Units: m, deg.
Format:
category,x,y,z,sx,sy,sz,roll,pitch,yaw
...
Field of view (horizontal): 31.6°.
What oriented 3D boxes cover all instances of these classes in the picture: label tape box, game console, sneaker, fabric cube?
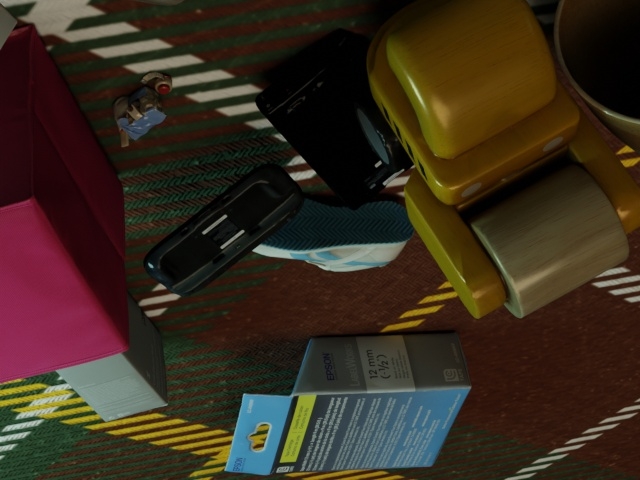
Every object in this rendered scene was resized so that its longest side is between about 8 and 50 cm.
category,x,y,z,sx,sy,sz,roll,pitch,yaw
label tape box,0.032,0.258,1.767,0.348,0.115,0.249,1,140,-12
game console,-0.055,-0.067,1.306,0.361,0.044,0.213,-38,138,5
sneaker,0.000,0.000,1.448,0.229,0.087,0.092,4,148,-14
fabric cube,-0.365,-0.023,1.180,0.254,0.259,0.258,-15,140,5

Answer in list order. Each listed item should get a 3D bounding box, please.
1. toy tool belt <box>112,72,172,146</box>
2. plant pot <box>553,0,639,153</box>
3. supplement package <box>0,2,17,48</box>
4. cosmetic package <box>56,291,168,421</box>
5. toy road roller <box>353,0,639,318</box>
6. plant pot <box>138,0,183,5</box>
category,x,y,z,sx,sy,sz,roll,pitch,yaw
toy tool belt,-0.192,-0.140,1.242,0.083,0.051,0.052,-34,137,26
plant pot,0.393,-0.179,1.235,0.237,0.237,0.254,-21,154,12
supplement package,-0.437,-0.183,0.921,0.198,0.199,0.262,-9,137,35
cosmetic package,-0.294,0.128,1.499,0.107,0.127,0.238,-15,144,5
toy road roller,0.171,-0.107,1.135,0.203,0.329,0.240,-29,159,-3
plant pot,-0.190,-0.283,0.984,0.165,0.167,0.167,6,139,-33
